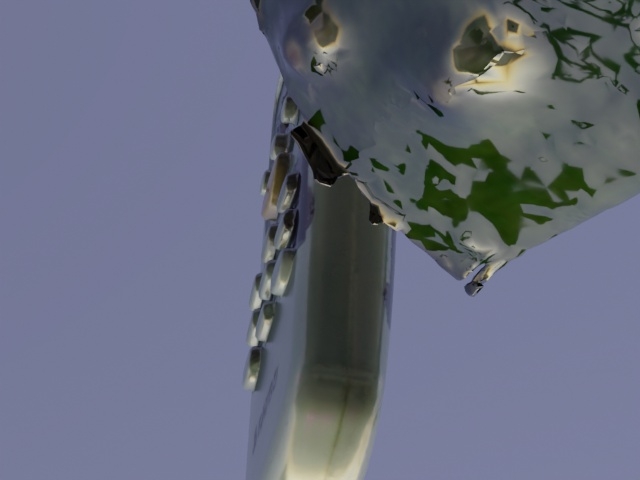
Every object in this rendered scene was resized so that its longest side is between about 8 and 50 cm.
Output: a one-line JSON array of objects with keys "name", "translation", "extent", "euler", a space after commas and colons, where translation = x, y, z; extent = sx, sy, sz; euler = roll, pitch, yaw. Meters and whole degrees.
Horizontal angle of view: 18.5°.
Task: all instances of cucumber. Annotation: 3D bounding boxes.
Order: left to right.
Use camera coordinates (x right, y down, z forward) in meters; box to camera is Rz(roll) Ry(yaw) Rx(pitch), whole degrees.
[{"name": "cucumber", "translation": [0.083, -0.111, 0.301], "extent": [0.105, 0.325, 0.145], "euler": [35, -122, -15]}]

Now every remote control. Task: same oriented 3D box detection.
[{"name": "remote control", "translation": [0.000, 0.000, 0.921], "extent": [0.056, 0.140, 0.296], "euler": [9, -130, -6]}]
